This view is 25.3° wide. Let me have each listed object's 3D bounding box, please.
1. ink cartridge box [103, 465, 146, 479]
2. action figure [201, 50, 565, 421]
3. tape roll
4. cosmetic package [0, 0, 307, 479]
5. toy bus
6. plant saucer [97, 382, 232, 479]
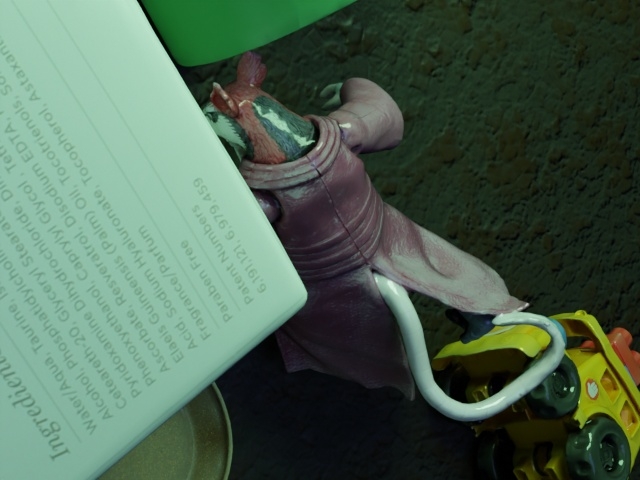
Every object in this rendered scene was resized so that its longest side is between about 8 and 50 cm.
[{"bbox_3d":[-0.202,0.245,1.239,0.115,0.029,0.063,-20,101,-31],"label":"ink cartridge box"},{"bbox_3d":[0.000,0.000,1.201,0.248,0.276,0.370,-40,135,-6],"label":"action figure"},{"bbox_3d":[0.002,-0.257,1.178,0.321,0.321,0.077,-37,110,-25],"label":"tape roll"},{"bbox_3d":[-0.297,0.018,0.997,0.393,0.329,0.327,-40,111,-26],"label":"cosmetic package"},{"bbox_3d":[0.248,0.146,1.460,0.211,0.149,0.220,-47,112,-36],"label":"toy bus"},{"bbox_3d":[-0.174,0.175,1.227,0.198,0.036,0.198,8,71,-25],"label":"plant saucer"}]
